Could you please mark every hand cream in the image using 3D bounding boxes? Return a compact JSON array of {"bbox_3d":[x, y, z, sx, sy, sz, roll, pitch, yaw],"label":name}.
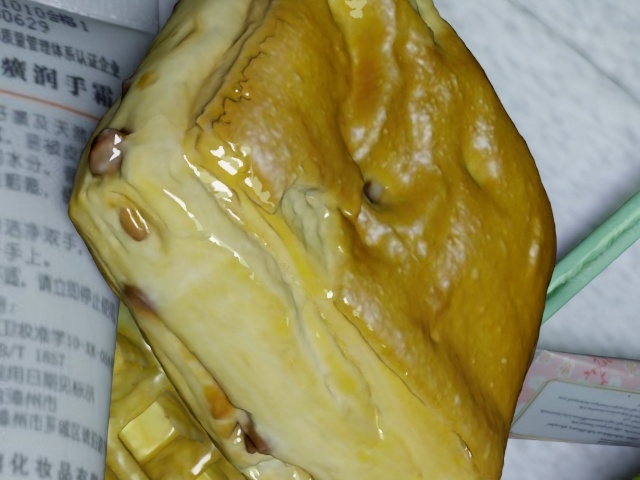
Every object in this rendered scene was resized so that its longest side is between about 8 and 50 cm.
[{"bbox_3d":[-0.128,0.020,0.652,0.140,0.089,0.314,17,66,-31],"label":"hand cream"},{"bbox_3d":[0.168,0.084,0.902,0.210,0.043,0.067,8,133,-33],"label":"hand cream"}]

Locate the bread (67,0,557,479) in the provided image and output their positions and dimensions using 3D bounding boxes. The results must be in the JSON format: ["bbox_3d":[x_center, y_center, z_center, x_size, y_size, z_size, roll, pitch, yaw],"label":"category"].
[{"bbox_3d":[0.015,-0.005,0.718,0.235,0.099,0.210,57,37,-27],"label":"bread"}]

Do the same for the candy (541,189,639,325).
[{"bbox_3d":[0.205,-0.052,0.880,0.440,0.119,0.119,-42,117,-9],"label":"candy"}]

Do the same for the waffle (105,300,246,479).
[{"bbox_3d":[-0.081,0.122,0.754,0.219,0.057,0.229,-38,115,-20],"label":"waffle"}]

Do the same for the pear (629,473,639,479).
[{"bbox_3d":[0.248,0.262,0.805,0.391,0.391,0.391,-6,102,-30],"label":"pear"}]
